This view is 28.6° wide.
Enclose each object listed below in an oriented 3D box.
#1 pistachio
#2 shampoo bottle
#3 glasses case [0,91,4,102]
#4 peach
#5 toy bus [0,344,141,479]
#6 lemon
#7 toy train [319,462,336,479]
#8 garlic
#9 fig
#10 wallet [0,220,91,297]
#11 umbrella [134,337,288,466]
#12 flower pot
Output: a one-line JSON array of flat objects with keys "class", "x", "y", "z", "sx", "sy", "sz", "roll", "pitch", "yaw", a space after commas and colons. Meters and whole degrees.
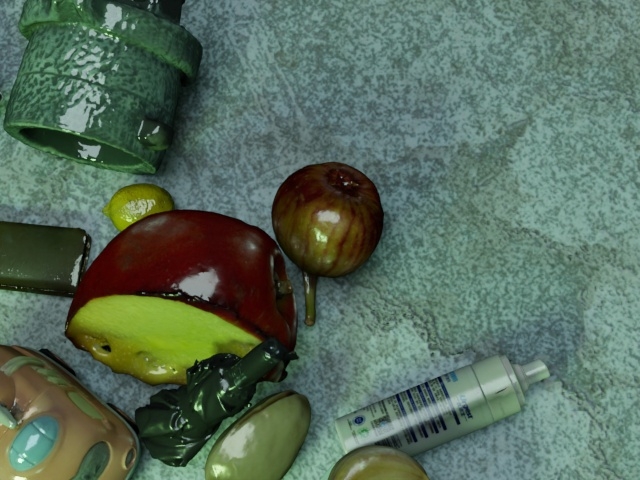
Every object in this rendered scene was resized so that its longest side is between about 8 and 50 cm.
[{"class": "pistachio", "x": -0.087, "y": 0.286, "z": 1.768, "sx": 0.185, "sy": 0.126, "sz": 0.108, "roll": -44, "pitch": 42, "yaw": -12}, {"class": "shampoo bottle", "x": 0.175, "y": 0.234, "z": 1.758, "sx": 0.303, "sy": 0.092, "sz": 0.092, "roll": -23, "pitch": 72, "yaw": 0}, {"class": "glasses case", "x": -0.640, "y": -0.173, "z": 2.001, "sx": 0.308, "sy": 0.083, "sz": 0.128, "roll": -43, "pitch": 78, "yaw": -5}, {"class": "peach", "x": -0.194, "y": 0.074, "z": 1.798, "sx": 0.361, "sy": 0.258, "sz": 0.201, "roll": -6, "pitch": 48, "yaw": 26}, {"class": "toy bus", "x": -0.402, "y": 0.264, "z": 1.764, "sx": 0.287, "sy": 0.232, "sz": 0.194, "roll": 37, "pitch": 79, "yaw": 19}, {"class": "lemon", "x": -0.275, "y": -0.046, "z": 1.910, "sx": 0.110, "sy": 0.082, "sz": 0.082, "roll": -5, "pitch": 73, "yaw": 0}, {"class": "toy train", "x": -0.030, "y": 0.406, "z": 1.760, "sx": 0.043, "sy": 0.047, "sz": 0.207, "roll": 37, "pitch": 81, "yaw": 18}, {"class": "garlic", "x": 0.085, "y": 0.390, "z": 1.690, "sx": 0.191, "sy": 0.160, "sz": 0.214, "roll": 0, "pitch": 71, "yaw": -8}, {"class": "fig", "x": 0.001, "y": -0.007, "z": 1.837, "sx": 0.175, "sy": 0.207, "sz": 0.175, "roll": 12, "pitch": 41, "yaw": -11}, {"class": "wallet", "x": -0.458, "y": 0.027, "z": 1.941, "sx": 0.198, "sy": 0.031, "sz": 0.110, "roll": 5, "pitch": 74, "yaw": 10}, {"class": "umbrella", "x": -0.146, "y": 0.214, "z": 1.707, "sx": 0.118, "sy": 0.340, "sz": 0.118, "roll": 18, "pitch": 55, "yaw": -28}, {"class": "flower pot", "x": -0.322, "y": -0.268, "z": 1.869, "sx": 0.299, "sy": 0.299, "sz": 0.283, "roll": 13, "pitch": 80, "yaw": 12}]
